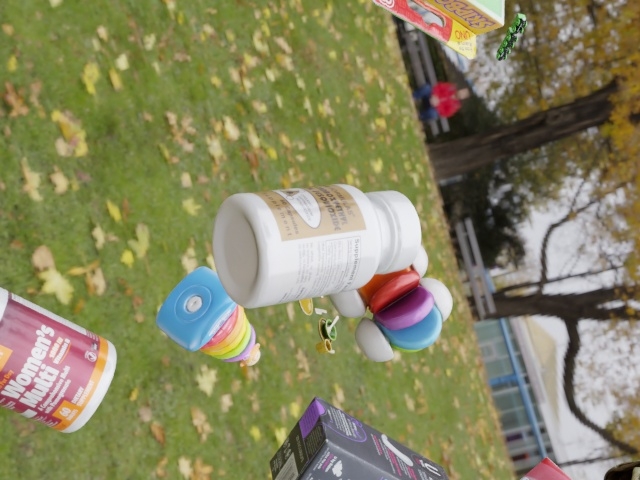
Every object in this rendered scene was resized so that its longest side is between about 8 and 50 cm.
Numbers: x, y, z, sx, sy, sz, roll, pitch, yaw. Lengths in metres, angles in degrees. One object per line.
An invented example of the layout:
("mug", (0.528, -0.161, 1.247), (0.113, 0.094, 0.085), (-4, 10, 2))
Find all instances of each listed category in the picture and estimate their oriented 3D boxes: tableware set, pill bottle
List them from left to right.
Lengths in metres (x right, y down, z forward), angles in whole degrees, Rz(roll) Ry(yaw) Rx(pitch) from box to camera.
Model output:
("pill bottle", (-0.359, 0.126, 1.002), (0.221, 0.121, 0.121), (32, 27, -26))
("tableware set", (-0.004, 0.114, 1.452), (0.104, 0.024, 0.154), (20, 55, -62))
("pill bottle", (0.000, 0.000, 1.034), (0.131, 0.229, 0.131), (17, -70, 54))

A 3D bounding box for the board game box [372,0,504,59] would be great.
("board game box", (0.092, -0.274, 0.646), (0.124, 0.039, 0.259), (17, 74, -41))

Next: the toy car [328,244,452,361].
("toy car", (0.114, 0.088, 1.285), (0.182, 0.159, 0.136), (59, -11, -9))

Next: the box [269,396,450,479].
("box", (0.072, 0.395, 1.390), (0.270, 0.143, 0.165), (31, 9, -13))

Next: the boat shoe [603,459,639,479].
("boat shoe", (0.410, 0.301, 1.019), (0.257, 0.095, 0.095), (113, -16, -75))

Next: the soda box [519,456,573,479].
("soda box", (0.442, 0.486, 1.440), (0.263, 0.083, 0.092), (41, -19, 42))

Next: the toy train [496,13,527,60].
("toy train", (0.286, -0.306, 1.313), (0.083, 0.017, 0.023), (117, -24, -50))

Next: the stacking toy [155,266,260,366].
("stacking toy", (-0.215, 0.214, 1.983), (0.166, 0.175, 0.302), (29, -16, 38))
